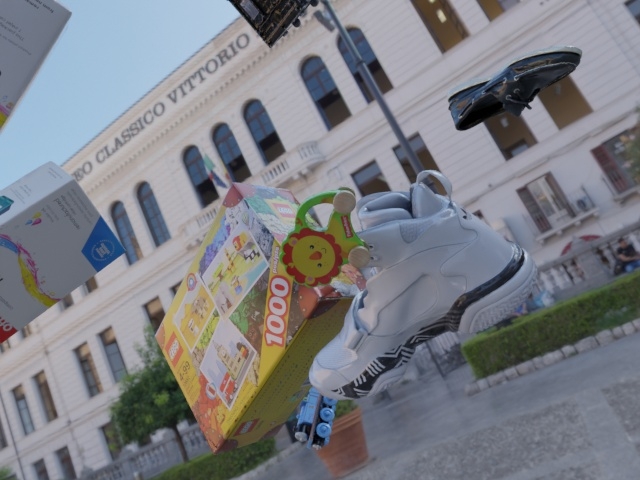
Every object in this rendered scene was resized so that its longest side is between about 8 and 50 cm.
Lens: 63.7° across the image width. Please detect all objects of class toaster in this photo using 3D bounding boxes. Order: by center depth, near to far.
[{"bbox_3d":[-0.102,-0.516,1.045,0.110,0.185,0.168,-51,15,-31],"label":"toaster"}]

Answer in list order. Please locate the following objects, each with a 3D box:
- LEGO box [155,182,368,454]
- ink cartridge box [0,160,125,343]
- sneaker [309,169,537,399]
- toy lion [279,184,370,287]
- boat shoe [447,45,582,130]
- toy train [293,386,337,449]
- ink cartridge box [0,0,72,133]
[{"bbox_3d":[-0.153,0.179,1.210,0.193,0.372,0.500,2,-52,-47],"label":"LEGO box"},{"bbox_3d":[-0.378,0.026,0.625,0.231,0.078,0.134,-42,-40,-23],"label":"ink cartridge box"},{"bbox_3d":[0.080,0.066,0.703,0.366,0.210,0.137,-37,14,27],"label":"sneaker"},{"bbox_3d":[0.000,0.000,0.548,0.096,0.100,0.034,-13,19,7],"label":"toy lion"},{"bbox_3d":[0.432,-0.333,1.182,0.127,0.113,0.340,9,-10,-38],"label":"boat shoe"},{"bbox_3d":[-0.014,0.501,1.468,0.105,0.184,0.080,12,-46,5],"label":"toy train"},{"bbox_3d":[-0.506,-0.238,0.757,0.131,0.226,0.306,31,-91,-32],"label":"ink cartridge box"}]
